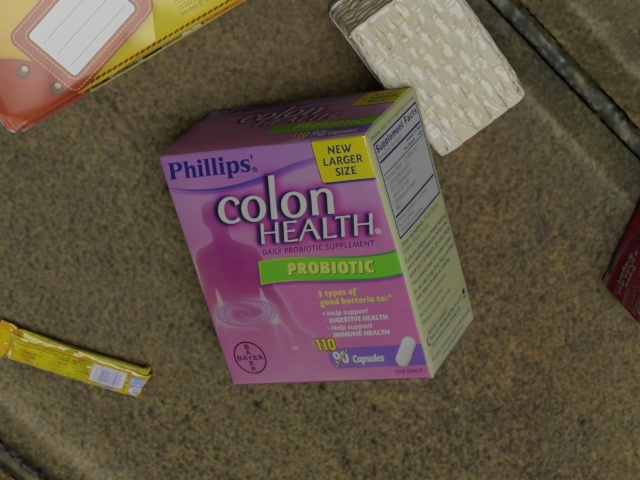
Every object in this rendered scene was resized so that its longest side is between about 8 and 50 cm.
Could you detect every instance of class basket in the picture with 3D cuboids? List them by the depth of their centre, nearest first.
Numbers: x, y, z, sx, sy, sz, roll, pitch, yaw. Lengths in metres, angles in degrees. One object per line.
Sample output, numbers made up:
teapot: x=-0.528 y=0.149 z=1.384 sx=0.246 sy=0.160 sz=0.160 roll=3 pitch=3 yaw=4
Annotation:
basket: x=0.102 y=-0.175 z=1.574 sx=0.113 sy=0.103 sz=0.167 roll=-37 pitch=112 yaw=5

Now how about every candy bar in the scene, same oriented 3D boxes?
candy bar: x=-0.242 y=0.119 z=1.666 sx=0.161 sy=0.018 sz=0.040 roll=19 pitch=109 yaw=-15

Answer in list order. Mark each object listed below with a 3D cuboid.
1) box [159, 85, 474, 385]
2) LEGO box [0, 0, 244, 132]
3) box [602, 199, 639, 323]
box: x=0.000 y=0.000 z=1.561 sx=0.213 sy=0.117 sz=0.243 roll=-4 pitch=113 yaw=28
LEGO box: x=-0.080 y=-0.330 z=1.347 sx=0.500 sy=0.372 sz=0.193 roll=-30 pitch=111 yaw=1
box: x=0.399 y=-0.030 z=1.663 sx=0.128 sy=0.122 sz=0.257 roll=19 pitch=105 yaw=-16
